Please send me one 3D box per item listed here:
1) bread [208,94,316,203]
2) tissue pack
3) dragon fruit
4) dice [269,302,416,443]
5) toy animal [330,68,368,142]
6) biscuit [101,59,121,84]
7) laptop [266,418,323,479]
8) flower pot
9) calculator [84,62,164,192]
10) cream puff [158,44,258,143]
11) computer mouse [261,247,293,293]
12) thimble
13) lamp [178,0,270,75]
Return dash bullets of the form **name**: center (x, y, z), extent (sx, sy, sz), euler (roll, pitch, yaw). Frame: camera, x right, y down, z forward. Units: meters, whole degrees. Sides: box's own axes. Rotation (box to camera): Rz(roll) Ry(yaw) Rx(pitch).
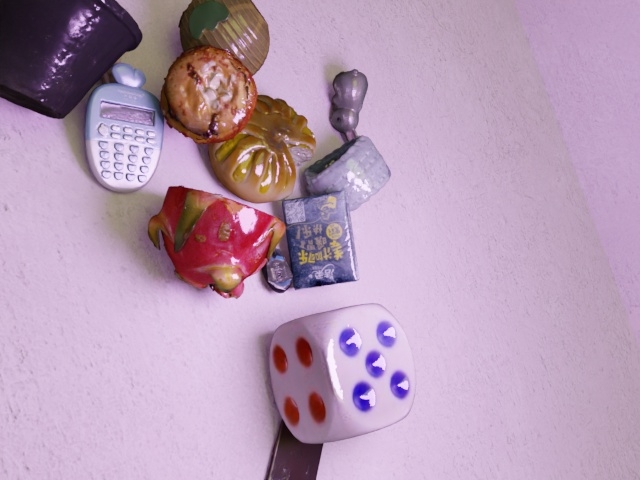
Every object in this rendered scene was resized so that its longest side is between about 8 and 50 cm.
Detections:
- **bread**: center (-0.155, -0.265, 1.567), extent (0.332, 0.160, 0.333), euler (12, 69, -34)
- **tissue pack**: center (0.000, 0.000, 1.585), extent (0.081, 0.185, 0.257), euler (1, 81, -79)
- **dragon fruit**: center (-0.251, 0.014, 1.339), extent (0.305, 0.305, 0.226), euler (19, 87, -33)
- **dice**: center (0.058, 0.339, 1.473), extent (0.304, 0.276, 0.305), euler (-4, 76, -38)
- **toy animal**: center (0.089, -0.419, 1.836), extent (0.127, 0.125, 0.252), euler (-2, 94, -65)
- **biscuit**: center (-0.503, -0.382, 1.399), extent (0.056, 0.052, 0.188), euler (-22, 92, -27)
- **laptop**: center (-0.062, 0.563, 1.490), extent (0.153, 0.026, 0.207), euler (28, 61, -27)
- **flower pot**: center (-0.590, -0.409, 1.190), extent (0.379, 0.379, 0.251), euler (23, 83, -31)
- **calculator**: center (-0.467, -0.267, 1.356), extent (0.188, 0.042, 0.303), euler (3, 90, -40)
- **cream puff**: center (-0.275, -0.351, 1.398), extent (0.239, 0.164, 0.240), euler (0, 90, -14)
- **computer mouse**: center (-0.125, 0.084, 1.564), extent (0.079, 0.047, 0.135), euler (-9, 74, -32)
- **thimble**: center (0.077, -0.193, 1.697), extent (0.250, 0.205, 0.172), euler (-38, 104, -10)
- **lamp**: center (-0.273, -0.529, 1.527), extent (0.250, 0.284, 0.250), euler (49, 12, -14)
